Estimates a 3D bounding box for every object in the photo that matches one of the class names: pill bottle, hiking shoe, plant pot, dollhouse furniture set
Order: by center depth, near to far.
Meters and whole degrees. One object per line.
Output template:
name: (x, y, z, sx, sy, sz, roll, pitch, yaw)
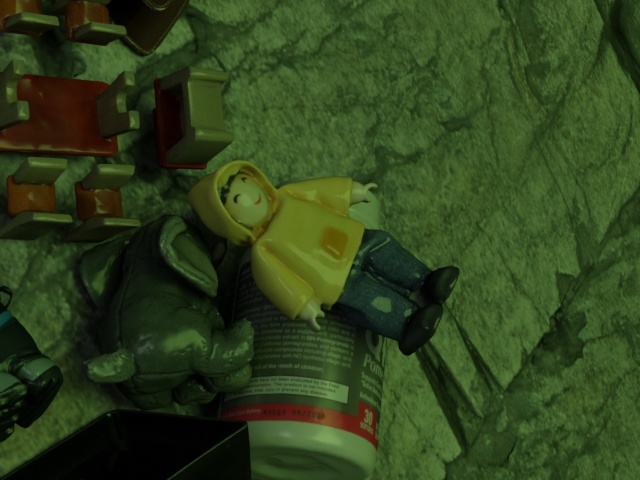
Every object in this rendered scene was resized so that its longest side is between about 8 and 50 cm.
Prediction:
hiking shoe: (-0.379, 0.135, 1.201, 0.304, 0.113, 0.132, -15, 58, -43)
plant pot: (-0.174, 0.277, 1.311, 0.188, 0.187, 0.167, -31, 114, -48)
dollhouse furniture set: (-0.232, -0.126, 1.436, 0.259, 0.135, 0.262, 2, 76, -36)
pill bottle: (-0.012, 0.098, 1.536, 0.176, 0.176, 0.319, 28, 58, -39)

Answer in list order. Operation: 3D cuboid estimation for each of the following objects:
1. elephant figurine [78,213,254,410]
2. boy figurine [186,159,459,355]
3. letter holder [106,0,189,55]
elephant figurine: (-0.163, 0.043, 1.433, 0.169, 0.186, 0.240, -9, 69, -6)
boy figurine: (0.000, 0.000, 1.431, 0.285, 0.092, 0.177, 32, 66, -6)
letter holder: (-0.162, -0.385, 1.550, 0.214, 0.152, 0.302, 44, 49, -32)
